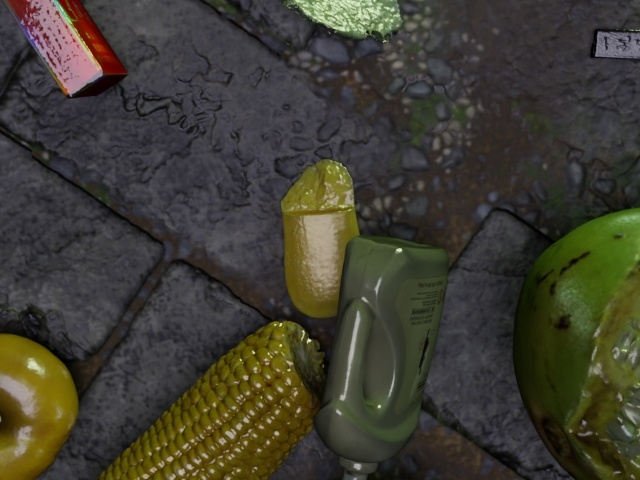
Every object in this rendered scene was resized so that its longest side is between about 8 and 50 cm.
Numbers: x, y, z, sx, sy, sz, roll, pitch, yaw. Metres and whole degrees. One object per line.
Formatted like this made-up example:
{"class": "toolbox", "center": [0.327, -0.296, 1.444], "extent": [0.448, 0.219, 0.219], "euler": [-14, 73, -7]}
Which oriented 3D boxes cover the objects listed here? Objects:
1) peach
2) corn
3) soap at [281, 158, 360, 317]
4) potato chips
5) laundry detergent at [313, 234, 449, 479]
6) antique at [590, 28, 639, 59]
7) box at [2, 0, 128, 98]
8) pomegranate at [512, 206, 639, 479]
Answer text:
{"class": "peach", "center": [-0.352, 0.182, 1.061], "extent": [0.179, 0.103, 0.179], "euler": [0, 83, -3]}
{"class": "corn", "center": [-0.139, 0.250, 1.052], "extent": [0.144, 0.144, 0.387], "euler": [45, 99, -5]}
{"class": "soap", "center": [0.000, 0.000, 1.059], "extent": [0.089, 0.033, 0.168], "euler": [-10, 98, 1]}
{"class": "potato chips", "center": [0.010, -0.315, 0.997], "extent": [0.167, 0.059, 0.228], "euler": [0, 94, -4]}
{"class": "laundry detergent", "center": [0.056, 0.125, 0.998], "extent": [0.091, 0.181, 0.253], "euler": [13, 94, 22]}
{"class": "antique", "center": [0.376, -0.199, 1.020], "extent": [0.192, 0.015, 0.031], "euler": [2, 99, 2]}
{"class": "box", "center": [-0.269, -0.228, 0.995], "extent": [0.048, 0.112, 0.175], "euler": [-32, 98, 7]}
{"class": "pomegranate", "center": [0.345, 0.103, 0.986], "extent": [0.359, 0.216, 0.309], "euler": [-32, 97, -23]}
